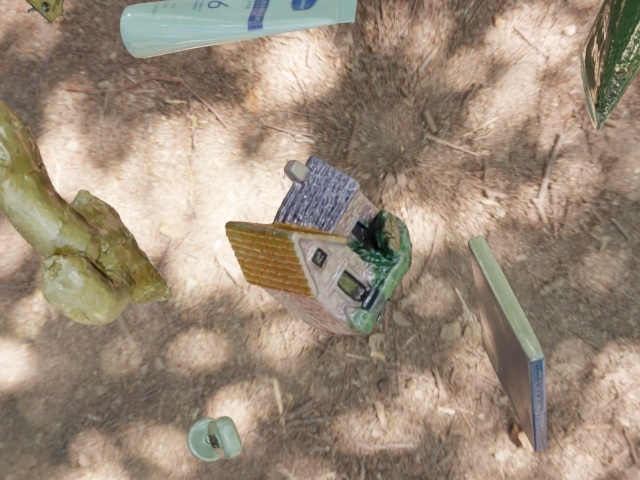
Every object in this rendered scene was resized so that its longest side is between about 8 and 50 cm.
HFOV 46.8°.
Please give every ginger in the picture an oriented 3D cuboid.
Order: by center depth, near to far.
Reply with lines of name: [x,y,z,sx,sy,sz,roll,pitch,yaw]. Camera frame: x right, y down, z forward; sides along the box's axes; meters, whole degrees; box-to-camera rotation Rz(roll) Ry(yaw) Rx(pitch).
ginger: [-0.206,-0.018,0.599,0.059,0.133,0.214,-29,99,16]

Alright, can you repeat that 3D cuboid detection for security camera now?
security camera: [-0.124,0.236,0.885,0.058,0.092,0.058,8,68,-19]

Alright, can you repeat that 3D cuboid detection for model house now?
model house: [0.000,0.000,1.238,0.237,0.202,0.237,41,74,-36]

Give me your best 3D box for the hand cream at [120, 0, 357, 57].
hand cream: [-0.107,-0.287,0.954,0.320,0.109,0.067,-3,137,14]

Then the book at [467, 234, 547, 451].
book: [0.251,0.143,0.982,0.025,0.269,0.191,-20,49,1]

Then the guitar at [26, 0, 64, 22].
guitar: [-0.307,-0.269,0.582,0.038,0.271,0.084,8,69,32]

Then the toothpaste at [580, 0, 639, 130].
toothpaste: [0.280,-0.237,0.584,0.061,0.392,0.099,1,63,0]
